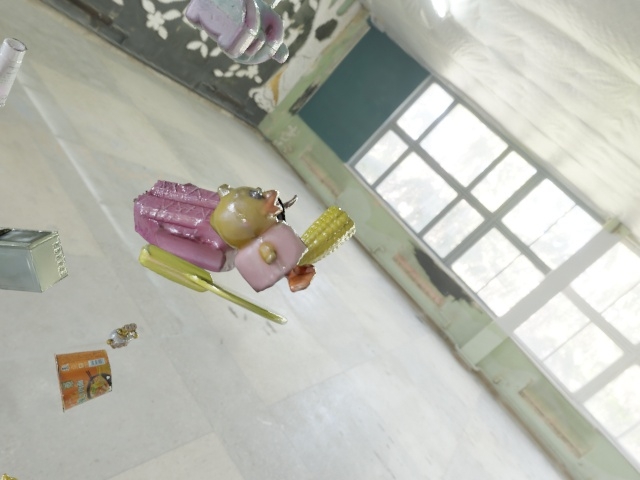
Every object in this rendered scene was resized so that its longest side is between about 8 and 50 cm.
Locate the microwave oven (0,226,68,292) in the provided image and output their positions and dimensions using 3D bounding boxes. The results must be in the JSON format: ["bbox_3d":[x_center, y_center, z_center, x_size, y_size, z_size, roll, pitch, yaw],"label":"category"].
[{"bbox_3d":[-0.841,0.050,1.309,0.204,0.163,0.129,4,25,11],"label":"microwave oven"}]

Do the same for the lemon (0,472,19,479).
[{"bbox_3d":[-0.797,0.640,1.191,0.065,0.065,0.093,-41,118,-77],"label":"lemon"}]

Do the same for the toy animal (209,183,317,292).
[{"bbox_3d":[-0.134,-0.008,1.038,0.281,0.168,0.195,62,4,-7],"label":"toy animal"}]

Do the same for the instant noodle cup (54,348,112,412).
[{"bbox_3d":[-0.934,0.535,1.841,0.182,0.230,0.230,-10,47,-32],"label":"instant noodle cup"}]

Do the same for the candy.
[{"bbox_3d":[0.000,0.000,1.214,0.094,0.199,0.106,33,-28,26],"label":"candy"}]

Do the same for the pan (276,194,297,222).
[{"bbox_3d":[-0.119,-0.097,1.447,0.212,0.040,0.115,-60,143,-58],"label":"pan"}]

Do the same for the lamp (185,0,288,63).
[{"bbox_3d":[-0.206,-0.616,1.278,0.247,0.247,0.301,38,17,2],"label":"lamp"}]

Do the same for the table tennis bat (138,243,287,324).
[{"bbox_3d":[-0.238,0.110,1.060,0.368,0.054,0.224,29,-9,-16],"label":"table tennis bat"}]

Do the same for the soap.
[{"bbox_3d":[-0.336,-0.044,1.258,0.324,0.128,0.220,14,42,8],"label":"soap"}]

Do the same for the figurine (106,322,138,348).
[{"bbox_3d":[-0.667,0.318,1.566,0.101,0.143,0.068,-17,71,-26],"label":"figurine"}]

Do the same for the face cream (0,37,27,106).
[{"bbox_3d":[-0.947,-0.486,1.386,0.058,0.244,0.092,44,27,-1],"label":"face cream"}]
